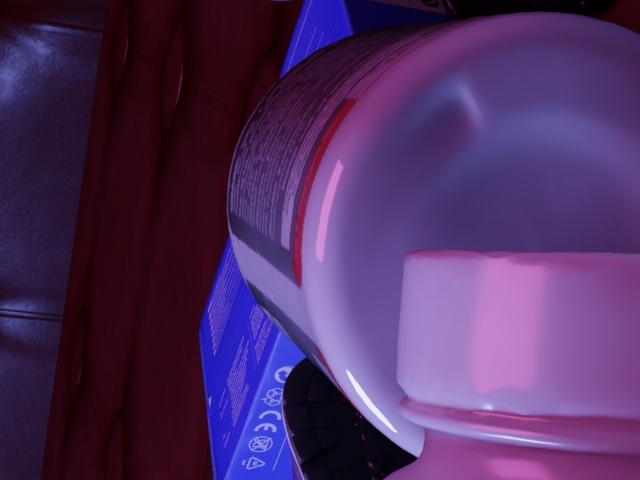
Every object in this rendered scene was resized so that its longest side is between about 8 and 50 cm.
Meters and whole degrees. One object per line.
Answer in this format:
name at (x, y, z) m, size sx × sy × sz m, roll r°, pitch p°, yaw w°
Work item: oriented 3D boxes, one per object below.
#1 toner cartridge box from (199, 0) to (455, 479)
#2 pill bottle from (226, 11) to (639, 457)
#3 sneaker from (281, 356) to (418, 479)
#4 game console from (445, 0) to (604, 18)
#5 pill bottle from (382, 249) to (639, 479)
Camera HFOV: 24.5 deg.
toner cartridge box at (0.000, 0.000, 0.945) m, size 0.165 × 0.075 × 0.347 m, roll -99°, pitch 23°, yaw -47°
pill bottle at (0.048, -0.011, 0.617) m, size 0.283 × 0.161 × 0.161 m, roll -148°, pitch 66°, yaw -77°
sneaker at (0.038, 0.195, 0.741) m, size 0.283 × 0.107 × 0.124 m, roll -95°, pitch 5°, yaw -46°
game console at (0.106, -0.171, 0.666) m, size 0.071 × 0.107 × 0.122 m, roll 59°, pitch -149°, yaw -68°
pill bottle at (0.085, 0.145, 0.409) m, size 0.160 × 0.160 × 0.283 m, roll 180°, pitch 93°, yaw -74°
